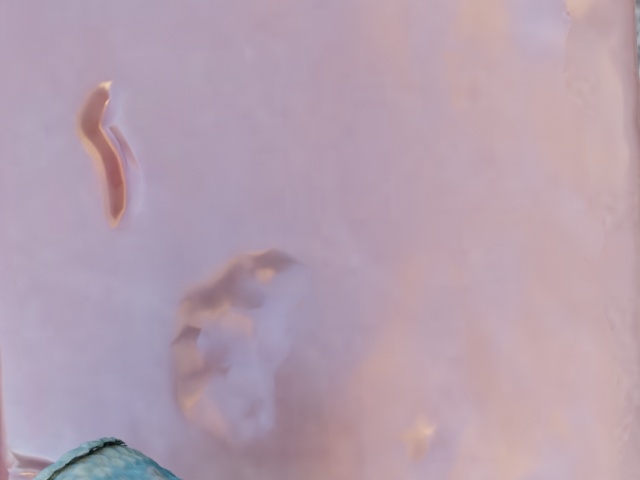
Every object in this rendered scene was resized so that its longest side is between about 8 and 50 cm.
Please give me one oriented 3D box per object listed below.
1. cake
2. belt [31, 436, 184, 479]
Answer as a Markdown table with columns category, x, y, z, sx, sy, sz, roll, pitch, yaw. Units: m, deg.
| category | x | y | z | sx | sy | sz | roll | pitch | yaw |
| --- | --- | --- | --- | --- | --- | --- | --- | --- | --- |
| cake | 0.000 | 0.000 | 0.605 | 0.314 | 0.307 | 0.293 | -5 | 86 | 6 |
| belt | -0.070 | 0.121 | 0.351 | 0.082 | 0.163 | 0.147 | 35 | 47 | 11 |
